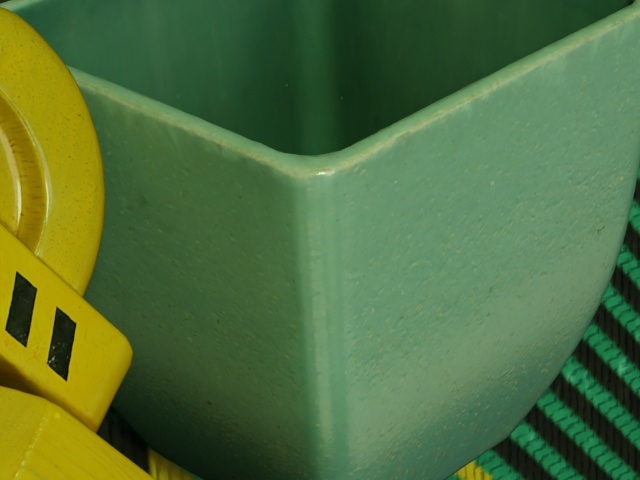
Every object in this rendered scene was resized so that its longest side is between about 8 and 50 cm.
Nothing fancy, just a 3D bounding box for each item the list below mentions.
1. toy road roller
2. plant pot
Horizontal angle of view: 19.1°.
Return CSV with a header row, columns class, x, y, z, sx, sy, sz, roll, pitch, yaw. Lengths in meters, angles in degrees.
class,x,y,z,sx,sy,sz,roll,pitch,yaw
toy road roller,-0.163,0.051,0.822,0.329,0.202,0.240,46,54,-34
plant pot,0.000,0.000,0.944,0.247,0.248,0.252,-28,128,-38
